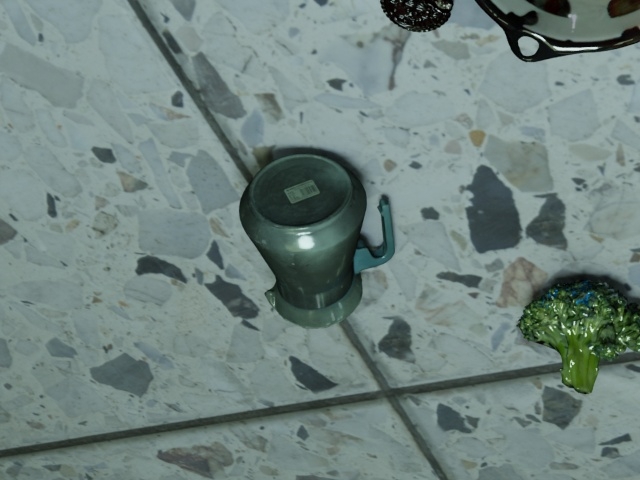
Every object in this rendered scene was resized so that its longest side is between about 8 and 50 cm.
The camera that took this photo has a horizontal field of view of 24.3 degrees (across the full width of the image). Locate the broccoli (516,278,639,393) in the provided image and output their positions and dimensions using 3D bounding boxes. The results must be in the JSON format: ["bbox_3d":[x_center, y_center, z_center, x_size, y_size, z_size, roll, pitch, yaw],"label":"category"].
[{"bbox_3d":[0.360,0.132,2.043,0.167,0.160,0.154,17,165,-13],"label":"broccoli"}]

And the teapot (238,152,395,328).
[{"bbox_3d":[0.000,0.000,2.050,0.203,0.171,0.225,-17,140,-6],"label":"teapot"}]

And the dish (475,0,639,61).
[{"bbox_3d":[0.286,-0.345,1.622,0.303,0.120,0.303,10,135,10],"label":"dish"}]

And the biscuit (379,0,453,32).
[{"bbox_3d":[0.115,-0.291,1.803,0.089,0.027,0.087,2,134,18],"label":"biscuit"}]
